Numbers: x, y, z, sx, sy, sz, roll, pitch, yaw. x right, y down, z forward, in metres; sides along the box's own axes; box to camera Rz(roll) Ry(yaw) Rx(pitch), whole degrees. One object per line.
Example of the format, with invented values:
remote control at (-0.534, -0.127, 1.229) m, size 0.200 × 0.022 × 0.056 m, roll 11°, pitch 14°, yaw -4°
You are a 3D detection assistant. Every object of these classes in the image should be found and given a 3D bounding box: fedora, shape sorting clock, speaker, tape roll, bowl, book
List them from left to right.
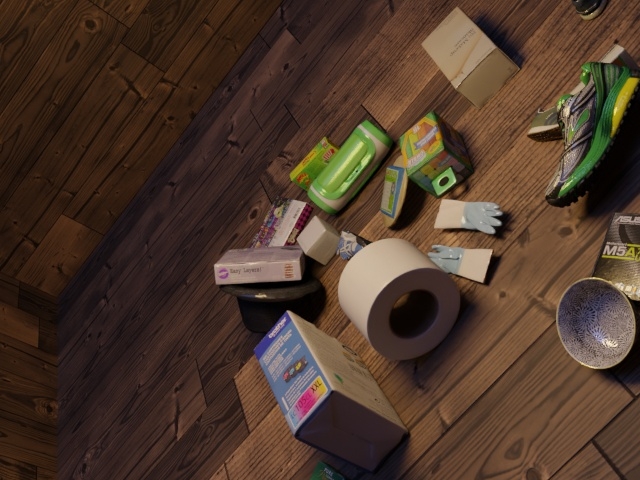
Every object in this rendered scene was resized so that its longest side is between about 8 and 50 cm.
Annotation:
fedora at (-0.146, 0.189, 2.209) m, size 0.334 × 0.334 × 0.152 m, roll 10°, pitch 105°, yaw 56°
speaker at (0.092, -0.226, 2.305) m, size 0.296 × 0.131 × 0.131 m, roll -51°, pitch 33°, yaw 12°
shape sorting clock at (0.212, -0.137, 2.086) m, size 0.206 × 0.040 × 0.206 m, roll -173°, pitch 90°, yaw -81°
tape roll at (0.184, 0.137, 1.762) m, size 0.246 × 0.246 × 0.169 m, roll -53°, pitch 33°, yaw 8°
bowl at (0.538, 0.152, 1.398) m, size 0.170 × 0.080 × 0.170 m, roll 5°, pitch 96°, yaw 55°
book at (0.649, -0.357, 1.685) m, size 0.144 × 0.096 × 0.035 m, roll -47°, pitch 34°, yaw 15°

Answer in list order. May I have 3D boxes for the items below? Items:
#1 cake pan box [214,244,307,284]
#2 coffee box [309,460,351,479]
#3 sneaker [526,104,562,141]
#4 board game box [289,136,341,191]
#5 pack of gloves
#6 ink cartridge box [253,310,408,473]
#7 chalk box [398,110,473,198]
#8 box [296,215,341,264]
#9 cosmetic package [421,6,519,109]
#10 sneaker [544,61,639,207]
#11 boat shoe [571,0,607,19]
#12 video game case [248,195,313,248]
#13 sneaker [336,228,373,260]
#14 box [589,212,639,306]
cake pan box at (-0.179, 0.070, 2.241) m, size 0.246 × 0.267 × 0.070 m, roll -81°, pitch -13°, yaw -82°
coffee box at (-0.001, 0.636, 1.781) m, size 0.113 × 0.040 × 0.184 m, roll 12°, pitch 74°, yaw 56°
sneaker at (0.575, -0.289, 1.755) m, size 0.192 × 0.064 × 0.086 m, roll 1°, pitch 69°, yaw 57°
board game box at (-0.009, -0.251, 2.492) m, size 0.181 × 0.092 × 0.043 m, roll -45°, pitch 33°, yaw 20°
pack of gloves at (0.364, 0.001, 1.840) m, size 0.232 × 0.046 × 0.195 m, roll 10°, pitch 83°, yaw 59°
ink cartridge box at (0.008, 0.342, 1.801) m, size 0.151 × 0.270 × 0.395 m, roll -48°, pitch 33°, yaw 9°
chalk box at (0.310, -0.214, 1.990) m, size 0.132 × 0.132 × 0.213 m, roll -38°, pitch 37°, yaw 28°
box at (0.000, 0.000, 2.272) m, size 0.102 × 0.087 × 0.101 m, roll -51°, pitch 33°, yaw 12°
cosmetic package at (0.421, -0.527, 2.124) m, size 0.160 × 0.113 × 0.309 m, roll -45°, pitch 33°, yaw 19°
sneaker at (0.565, -0.228, 1.610) m, size 0.146 × 0.134 × 0.343 m, roll 24°, pitch 81°, yaw 20°
boat shoe at (0.700, -0.689, 1.911) m, size 0.095 × 0.079 × 0.254 m, roll 1°, pitch 64°, yaw 54°
video game case at (-0.141, -0.034, 2.535) m, size 0.210 × 0.042 × 0.232 m, roll 16°, pitch 76°, yaw 57°
sneaker at (0.109, 0.030, 2.121) m, size 0.081 × 0.080 × 0.211 m, roll -64°, pitch 22°, yaw 2°
box at (0.627, 0.038, 1.431) m, size 0.190 × 0.045 × 0.184 m, roll 9°, pitch 73°, yaw 55°
